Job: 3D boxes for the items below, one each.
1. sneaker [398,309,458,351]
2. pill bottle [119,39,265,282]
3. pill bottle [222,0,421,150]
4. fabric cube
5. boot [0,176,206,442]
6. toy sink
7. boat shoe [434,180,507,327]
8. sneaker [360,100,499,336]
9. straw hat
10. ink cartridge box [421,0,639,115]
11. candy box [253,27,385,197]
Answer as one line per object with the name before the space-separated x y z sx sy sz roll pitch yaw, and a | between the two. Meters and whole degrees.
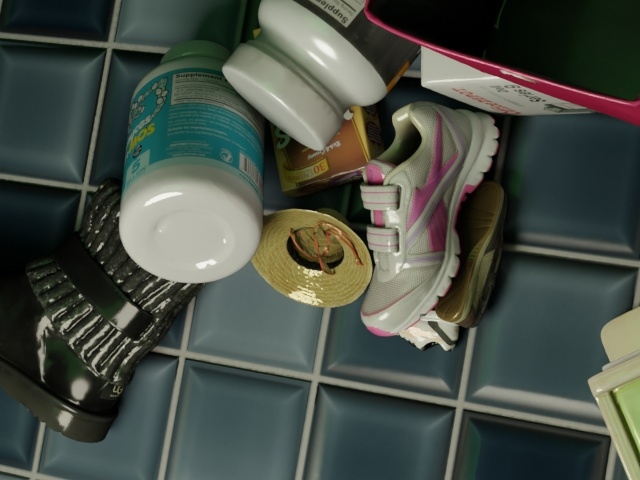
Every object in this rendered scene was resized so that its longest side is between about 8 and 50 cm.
sneaker | 0.092 0.090 1.895 0.109 0.040 0.043 5 88 28
pill bottle | -0.131 -0.093 1.931 0.146 0.146 0.264 -25 39 22
pill bottle | 0.038 -0.236 1.858 0.162 0.162 0.278 35 82 26
fabric cube | 0.229 -0.240 1.513 0.254 0.258 0.259 22 94 26
boot | -0.302 0.029 2.045 0.348 0.131 0.260 33 105 15
toy sink | 0.348 0.151 1.707 0.153 0.131 0.234 -26 72 21
boat shoe | 0.157 0.015 1.868 0.056 0.049 0.152 10 76 45
sneaker | 0.082 -0.029 1.847 0.103 0.111 0.252 -4 65 61
straw hat | 0.000 0.000 1.938 0.144 0.144 0.061 0 42 27
ink cartridge box | 0.265 -0.193 1.753 0.289 0.211 0.121 -1 84 28
candy box | 0.000 -0.149 1.967 0.109 0.053 0.186 -16 77 23
